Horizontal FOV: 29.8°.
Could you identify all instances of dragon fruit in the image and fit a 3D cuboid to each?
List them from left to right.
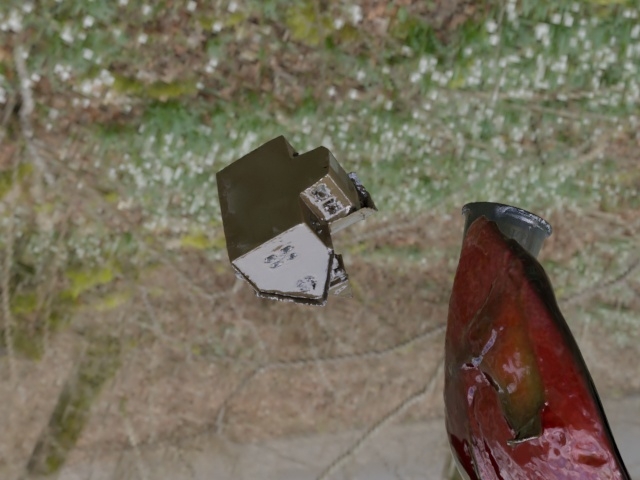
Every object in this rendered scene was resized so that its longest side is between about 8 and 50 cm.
[{"bbox_3d":[0.169,0.175,0.946,0.100,0.282,0.344,-24,129,-9],"label":"dragon fruit"}]

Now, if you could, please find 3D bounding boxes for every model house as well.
[{"bbox_3d":[0.000,0.000,1.573,0.176,0.181,0.248,-27,137,14],"label":"model house"}]

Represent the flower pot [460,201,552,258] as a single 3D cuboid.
[{"bbox_3d":[0.304,0.011,2.031,0.157,0.107,0.157,14,166,4],"label":"flower pot"}]
